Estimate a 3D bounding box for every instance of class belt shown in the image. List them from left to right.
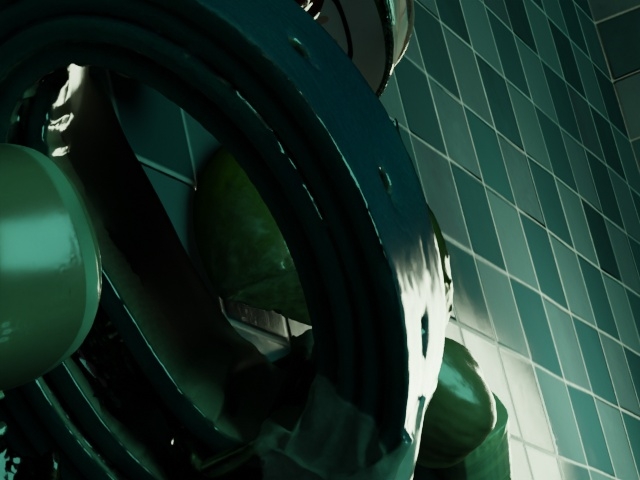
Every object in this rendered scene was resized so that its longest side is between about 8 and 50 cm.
[{"bbox_3d":[-0.086,0.015,1.269,0.436,0.300,0.173,64,21,-13],"label":"belt"}]

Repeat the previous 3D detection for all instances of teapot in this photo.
[{"bbox_3d":[0.136,0.213,1.904,0.107,0.077,0.200,44,-21,32],"label":"teapot"}]

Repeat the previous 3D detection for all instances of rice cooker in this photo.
[{"bbox_3d":[-0.216,0.025,1.090,0.127,0.206,0.145,-12,81,-53],"label":"rice cooker"}]

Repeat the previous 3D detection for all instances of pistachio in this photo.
[{"bbox_3d":[0.094,0.139,1.740,0.149,0.113,0.113,37,34,-25],"label":"pistachio"}]

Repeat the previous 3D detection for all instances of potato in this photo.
[{"bbox_3d":[0.000,0.000,1.714,0.269,0.112,0.255,54,25,8],"label":"potato"}]

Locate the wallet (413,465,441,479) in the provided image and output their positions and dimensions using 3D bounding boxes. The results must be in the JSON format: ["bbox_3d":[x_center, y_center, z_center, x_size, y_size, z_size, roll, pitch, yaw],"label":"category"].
[{"bbox_3d":[0.078,0.284,1.772,0.406,0.062,0.228,65,21,-7],"label":"wallet"}]

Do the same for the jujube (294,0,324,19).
[{"bbox_3d":[-0.134,-0.301,1.570,0.258,0.258,0.376,-73,143,-59],"label":"jujube"}]

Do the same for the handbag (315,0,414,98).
[{"bbox_3d":[-0.001,-0.219,1.900,0.116,0.179,0.205,-70,143,-72],"label":"handbag"}]

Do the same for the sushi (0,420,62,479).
[{"bbox_3d":[-0.225,0.141,1.021,0.212,0.147,0.115,36,39,-49],"label":"sushi"}]
